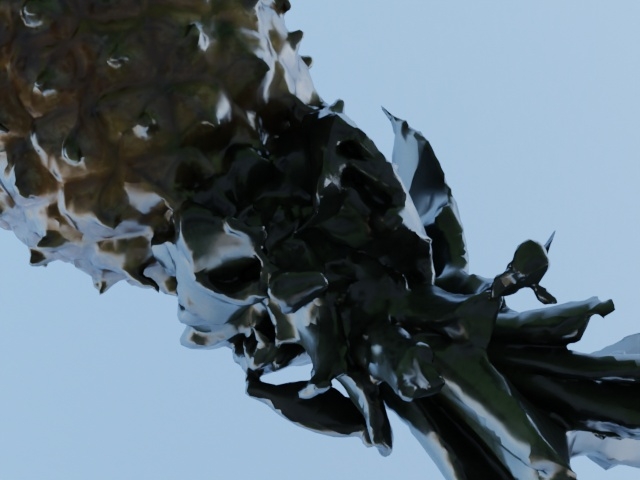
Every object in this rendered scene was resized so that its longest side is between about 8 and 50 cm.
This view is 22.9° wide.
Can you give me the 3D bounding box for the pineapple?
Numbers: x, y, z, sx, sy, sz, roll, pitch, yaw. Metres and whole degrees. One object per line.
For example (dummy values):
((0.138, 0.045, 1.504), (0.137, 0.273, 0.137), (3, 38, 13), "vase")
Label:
((-0.001, 0.001, 0.579), (0.364, 0.165, 0.165), (39, -97, 15), "pineapple")
